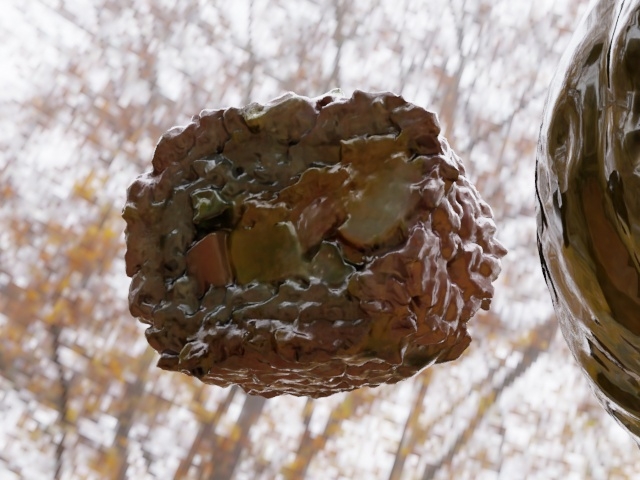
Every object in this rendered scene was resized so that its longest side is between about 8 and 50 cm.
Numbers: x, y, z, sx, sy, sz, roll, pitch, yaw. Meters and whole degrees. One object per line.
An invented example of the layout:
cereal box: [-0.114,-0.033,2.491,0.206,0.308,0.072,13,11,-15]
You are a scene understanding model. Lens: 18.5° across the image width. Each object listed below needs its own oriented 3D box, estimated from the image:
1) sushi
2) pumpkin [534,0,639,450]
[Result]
sushi: [0.000,0.000,1.442,0.270,0.236,0.171,-10,-23,26]
pumpkin: [0.130,0.021,0.342,0.219,0.162,0.219,41,-17,16]
